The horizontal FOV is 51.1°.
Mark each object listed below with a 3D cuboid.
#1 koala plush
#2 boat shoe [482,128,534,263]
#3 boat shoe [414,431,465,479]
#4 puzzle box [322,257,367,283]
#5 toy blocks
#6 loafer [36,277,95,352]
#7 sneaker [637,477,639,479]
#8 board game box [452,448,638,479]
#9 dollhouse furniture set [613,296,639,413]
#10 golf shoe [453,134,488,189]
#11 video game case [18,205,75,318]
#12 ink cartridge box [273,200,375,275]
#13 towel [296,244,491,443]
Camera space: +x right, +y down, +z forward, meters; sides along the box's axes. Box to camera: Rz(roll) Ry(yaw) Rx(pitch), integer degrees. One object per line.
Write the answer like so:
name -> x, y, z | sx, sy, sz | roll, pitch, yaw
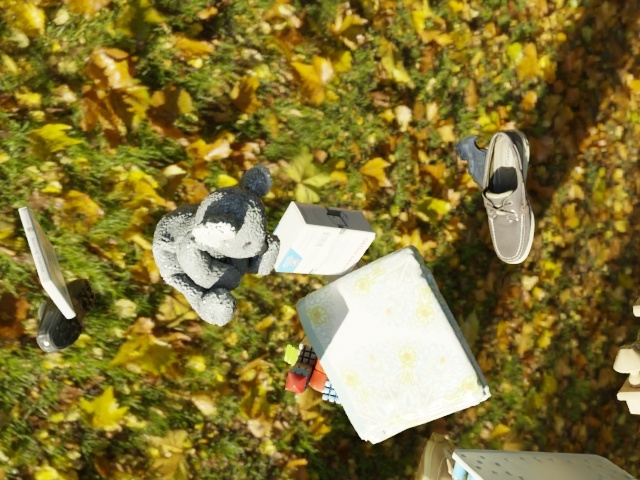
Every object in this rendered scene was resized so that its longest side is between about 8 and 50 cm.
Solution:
koala plush -> -0.159, -0.013, 1.082 | 0.203, 0.221, 0.196 | 39, 52, -2
boat shoe -> 0.384, -0.092, 1.398 | 0.092, 0.103, 0.285 | -4, 95, -50
boat shoe -> 0.290, 0.535, 1.570 | 0.341, 0.110, 0.121 | -2, 109, -73
puzzle box -> 0.072, 0.080, 1.884 | 0.272, 0.052, 0.409 | 49, 10, 7
toy blocks -> 0.076, 0.347, 1.735 | 0.261, 0.382, 0.190 | -31, 134, -81
loafer -> -0.476, 0.139, 1.222 | 0.078, 0.223, 0.076 | -16, 112, 2
sneaker -> 0.650, 0.541, 1.410 | 0.192, 0.064, 0.086 | -35, 95, -28
board game box -> 0.483, 0.485, 1.154 | 0.390, 0.390, 0.050 | 10, 98, -25
dollhouse furniture set -> 0.520, 0.077, 0.787 | 0.356, 0.303, 0.173 | -29, 101, -44
golf shoe -> 0.470, -0.232, 1.985 | 0.176, 0.086, 0.069 | 57, 17, -12
video game case -> -0.447, 0.039, 1.100 | 0.019, 0.157, 0.143 | -21, 68, -15
ink cartridge box -> 0.000, 0.000, 1.444 | 0.191, 0.082, 0.139 | 5, 132, -38
towel -> 0.154, 0.236, 1.476 | 0.374, 0.321, 0.090 | 62, 24, 1
